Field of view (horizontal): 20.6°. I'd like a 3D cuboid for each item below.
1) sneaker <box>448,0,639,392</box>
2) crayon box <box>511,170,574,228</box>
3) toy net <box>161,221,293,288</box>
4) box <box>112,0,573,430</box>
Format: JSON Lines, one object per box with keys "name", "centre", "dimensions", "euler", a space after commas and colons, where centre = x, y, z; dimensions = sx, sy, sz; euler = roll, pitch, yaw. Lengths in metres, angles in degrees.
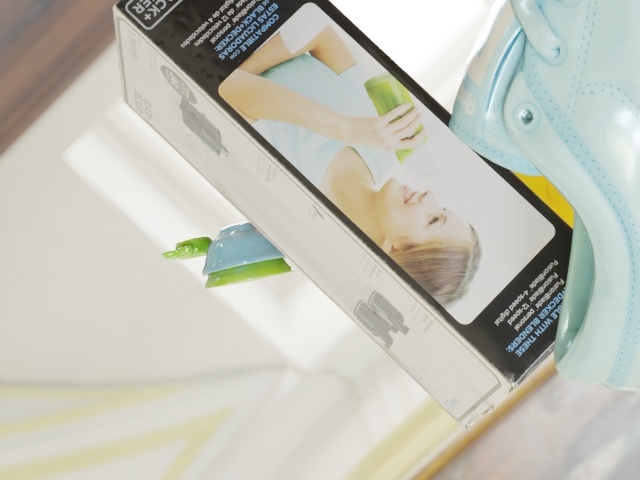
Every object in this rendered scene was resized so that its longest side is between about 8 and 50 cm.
{"name": "sneaker", "centre": [0.120, -0.095, 0.738], "dimensions": [0.135, 0.150, 0.366], "euler": [-87, -16, -75]}
{"name": "crayon box", "centre": [0.310, -0.147, 1.376], "dimensions": [0.106, 0.313, 0.363], "euler": [54, -143, -61]}
{"name": "toy net", "centre": [0.000, 0.000, 1.379], "dimensions": [0.122, 0.232, 0.045], "euler": [-18, 84, 60]}
{"name": "box", "centre": [0.018, -0.033, 0.979], "dimensions": [0.290, 0.087, 0.169], "euler": [44, 168, 7]}
